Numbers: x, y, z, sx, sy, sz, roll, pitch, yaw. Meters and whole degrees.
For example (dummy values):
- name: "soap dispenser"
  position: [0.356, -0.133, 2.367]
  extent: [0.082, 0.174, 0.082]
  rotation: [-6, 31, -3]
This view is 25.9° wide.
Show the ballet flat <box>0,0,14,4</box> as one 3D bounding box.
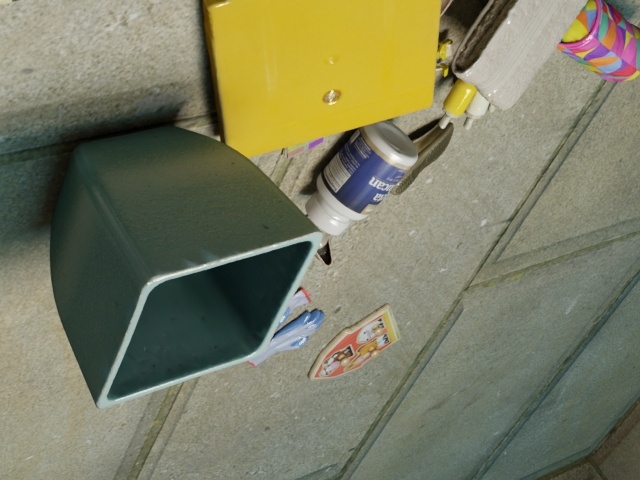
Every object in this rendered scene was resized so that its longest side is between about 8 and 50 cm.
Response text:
- name: "ballet flat"
  position: [-0.251, -0.275, 1.362]
  extent: [0.173, 0.049, 0.057]
  rotation: [-29, 153, -14]

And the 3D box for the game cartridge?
- name: "game cartridge"
  position: [0.006, -0.237, 1.681]
  extent: [0.285, 0.053, 0.324]
  rotation: [-16, 149, -9]

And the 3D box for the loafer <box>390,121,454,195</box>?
- name: "loafer"
  position: [0.144, -0.133, 2.097]
  extent: [0.148, 0.050, 0.056]
  rotation: [-45, 161, -19]

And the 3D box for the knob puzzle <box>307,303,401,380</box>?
- name: "knob puzzle"
  position: [0.064, 0.211, 2.605]
  extent: [0.213, 0.030, 0.213]
  rotation: [-28, 154, -15]

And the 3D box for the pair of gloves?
- name: "pair of gloves"
  position: [-0.069, 0.154, 2.353]
  extent: [0.159, 0.023, 0.198]
  rotation: [-35, 154, -2]

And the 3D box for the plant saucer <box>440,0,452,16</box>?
- name: "plant saucer"
  position: [0.087, -0.304, 1.746]
  extent: [0.198, 0.036, 0.198]
  rotation: [-29, 154, -16]

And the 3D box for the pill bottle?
- name: "pill bottle"
  position: [0.054, -0.089, 2.004]
  extent: [0.094, 0.094, 0.169]
  rotation: [3, 135, -53]

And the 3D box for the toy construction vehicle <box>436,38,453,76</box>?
- name: "toy construction vehicle"
  position: [0.137, -0.241, 1.926]
  extent: [0.098, 0.035, 0.086]
  rotation: [-30, 143, -18]

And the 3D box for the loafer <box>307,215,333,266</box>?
- name: "loafer"
  position: [0.000, 0.000, 2.153]
  extent: [0.045, 0.039, 0.125]
  rotation: [-32, 155, -6]

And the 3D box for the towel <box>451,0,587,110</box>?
- name: "towel"
  position: [0.295, -0.316, 1.893]
  extent: [0.282, 0.049, 0.187]
  rotation: [-56, 150, 5]

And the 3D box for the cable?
- name: "cable"
  position: [0.252, -0.277, 1.954]
  extent: [0.139, 0.072, 0.287]
  rotation: [-23, 152, -32]

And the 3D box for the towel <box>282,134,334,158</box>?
- name: "towel"
  position: [-0.015, -0.146, 1.920]
  extent: [0.083, 0.009, 0.060]
  rotation: [-27, 152, -20]

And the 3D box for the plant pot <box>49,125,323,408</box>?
- name: "plant pot"
  position: [-0.194, 0.006, 1.676]
  extent: [0.248, 0.252, 0.247]
  rotation: [-15, 147, -36]

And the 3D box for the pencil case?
- name: "pencil case"
  position: [0.411, -0.307, 2.078]
  extent: [0.104, 0.104, 0.236]
  rotation: [-44, 155, 17]
